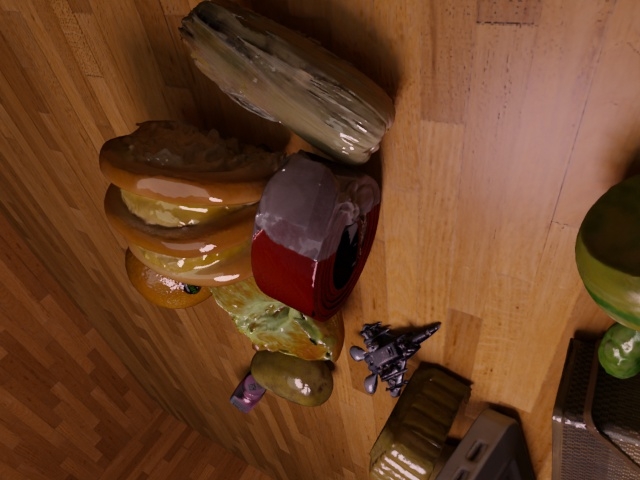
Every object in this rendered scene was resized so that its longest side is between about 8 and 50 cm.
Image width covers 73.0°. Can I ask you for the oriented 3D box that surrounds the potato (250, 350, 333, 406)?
[{"bbox_3d":[-0.078,0.370,1.214,0.228,0.149,0.197,-10,109,44],"label":"potato"}]

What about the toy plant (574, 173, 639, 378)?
[{"bbox_3d":[0.419,0.081,0.483,0.224,0.184,0.316,-24,124,31],"label":"toy plant"}]

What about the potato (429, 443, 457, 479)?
[{"bbox_3d":[0.328,0.611,1.117,0.174,0.159,0.251,20,148,-10],"label":"potato"}]

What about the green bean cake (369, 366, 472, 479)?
[{"bbox_3d":[0.209,0.418,0.952,0.124,0.236,0.232,28,140,18],"label":"green bean cake"}]

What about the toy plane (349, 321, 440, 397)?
[{"bbox_3d":[0.161,0.235,0.920,0.246,0.078,0.169,-49,57,46],"label":"toy plane"}]

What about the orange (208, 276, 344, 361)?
[{"bbox_3d":[-0.078,0.133,0.927,0.334,0.196,0.262,50,157,-8],"label":"orange"}]

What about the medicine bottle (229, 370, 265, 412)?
[{"bbox_3d":[-0.253,0.543,1.570,0.094,0.119,0.188,35,144,1],"label":"medicine bottle"}]

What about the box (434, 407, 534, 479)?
[{"bbox_3d":[0.334,0.597,0.926,0.090,0.373,0.367,18,143,49],"label":"box"}]

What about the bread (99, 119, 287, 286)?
[{"bbox_3d":[-0.232,-0.061,0.747,0.316,0.211,0.270,19,112,12],"label":"bread"}]

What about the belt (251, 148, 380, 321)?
[{"bbox_3d":[0.000,0.000,0.675,0.115,0.227,0.323,23,159,18],"label":"belt"}]

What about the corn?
[{"bbox_3d":[-0.043,-0.214,0.581,0.305,0.123,0.122,33,101,8],"label":"corn"}]

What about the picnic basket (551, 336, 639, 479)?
[{"bbox_3d":[0.449,0.290,0.669,0.139,0.165,0.266,8,133,36],"label":"picnic basket"}]

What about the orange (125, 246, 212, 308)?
[{"bbox_3d":[-0.344,0.054,1.041,0.236,0.236,0.236,23,141,20],"label":"orange"}]
